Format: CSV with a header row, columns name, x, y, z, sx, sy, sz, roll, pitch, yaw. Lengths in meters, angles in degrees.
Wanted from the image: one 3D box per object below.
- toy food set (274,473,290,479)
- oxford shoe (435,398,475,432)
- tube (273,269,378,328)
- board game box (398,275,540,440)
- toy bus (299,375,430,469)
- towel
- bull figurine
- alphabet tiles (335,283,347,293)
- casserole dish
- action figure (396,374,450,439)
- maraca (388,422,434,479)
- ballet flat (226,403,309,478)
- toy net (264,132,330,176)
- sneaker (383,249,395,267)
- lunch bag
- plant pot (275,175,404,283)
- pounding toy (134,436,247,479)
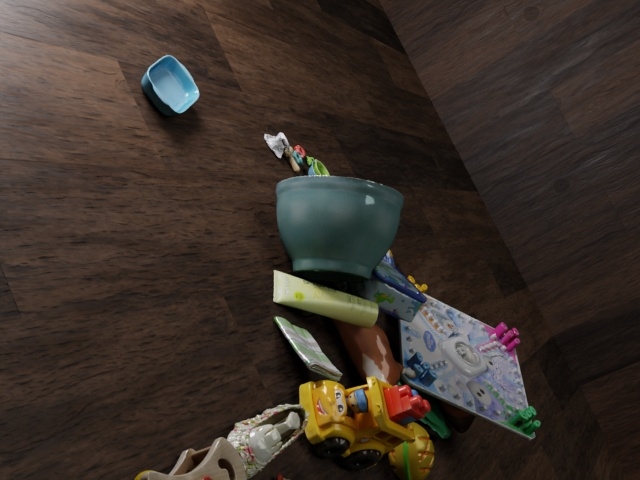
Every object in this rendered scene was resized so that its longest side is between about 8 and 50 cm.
name,x,y,z,sx,sy,sz,roll,pitch,yaw
toy food set,-0.058,0.441,1.395,0.083,0.020,0.082,34,34,-46
oxford shoe,0.326,0.355,2.213,0.364,0.130,0.133,-101,-176,-49
tube,0.009,0.132,1.773,0.240,0.062,0.070,18,-2,-17
board game box,0.381,0.293,2.133,0.390,0.050,0.390,26,31,-14
toy bus,0.095,0.335,1.596,0.220,0.211,0.149,35,36,-43
towel,-0.025,0.216,1.655,0.113,0.023,0.152,36,11,-47
bull figurine,0.123,0.266,1.873,0.188,0.101,0.310,13,52,-65
alphabet tiles,0.000,0.000,2.047,0.237,0.009,0.198,48,26,-26
casserole dish,-0.320,-0.323,1.728,0.114,0.037,0.188,54,25,-16
action figure,0.245,0.417,1.994,0.232,0.063,0.137,45,25,-25
maraca,0.201,0.483,1.792,0.127,0.099,0.186,-41,127,-65
ballet flat,-0.090,0.329,1.389,0.091,0.077,0.241,62,23,1
toy net,-0.061,-0.231,2.143,0.232,0.045,0.122,37,33,-43
sneaker,0.087,0.005,2.112,0.131,0.112,0.296,-27,93,-42
lunch bag,0.147,0.104,1.976,0.176,0.090,0.219,29,8,-26
plant pot,0.033,-0.011,1.835,0.293,0.293,0.196,23,70,-55
pounding toy,-0.148,0.349,1.143,0.269,0.155,0.154,26,45,-53
